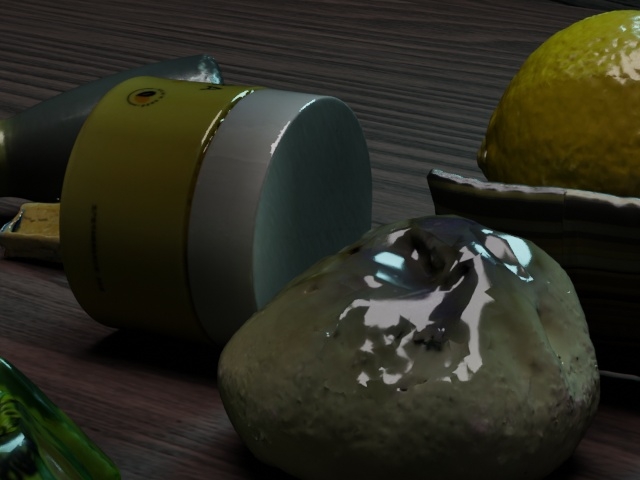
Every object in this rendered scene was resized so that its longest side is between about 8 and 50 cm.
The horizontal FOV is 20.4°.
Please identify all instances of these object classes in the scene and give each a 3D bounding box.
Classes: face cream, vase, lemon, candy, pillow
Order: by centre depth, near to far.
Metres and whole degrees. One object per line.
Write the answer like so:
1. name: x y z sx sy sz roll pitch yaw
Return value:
1. candy: -0.179 0.151 1.061 0.069 0.149 0.246 -45 17 1
2. pillow: 0.192 0.033 1.378 0.208 0.212 0.052 8 49 19
3. face cream: -0.083 -0.021 1.466 0.179 0.218 0.218 9 17 25
4. lemon: 0.293 -0.078 1.627 0.293 0.293 0.293 2 16 -1
5. vase: -0.255 -0.091 1.820 0.321 0.173 0.173 -6 17 -7

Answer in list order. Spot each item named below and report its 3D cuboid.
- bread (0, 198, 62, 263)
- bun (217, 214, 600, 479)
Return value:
1. bread: -0.248 -0.005 1.702 0.106 0.053 0.072 7 40 25
2. bun: 0.066 0.074 1.258 0.273 0.168 0.273 -3 22 1
